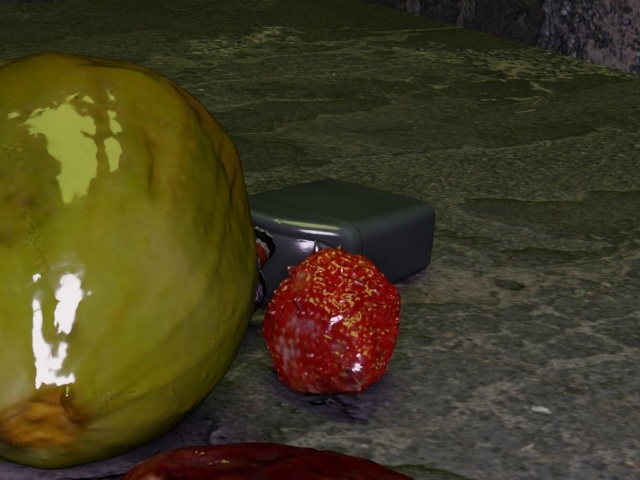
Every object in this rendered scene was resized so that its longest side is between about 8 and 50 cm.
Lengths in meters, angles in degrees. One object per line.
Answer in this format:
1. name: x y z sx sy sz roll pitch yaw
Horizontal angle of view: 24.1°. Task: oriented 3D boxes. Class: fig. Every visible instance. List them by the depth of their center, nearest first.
1. fig: -0.208 0.029 1.186 0.343 0.343 0.343 3 18 -1

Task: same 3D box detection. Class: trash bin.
1. trash bin: 0.000 0.000 1.643 0.176 0.101 0.236 13 18 31

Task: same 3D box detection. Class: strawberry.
1. strawberry: 0.008 0.079 1.364 0.131 0.131 0.148 6 19 6

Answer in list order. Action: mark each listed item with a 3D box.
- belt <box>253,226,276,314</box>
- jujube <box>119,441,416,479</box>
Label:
1. belt: -0.222 0.021 1.514 0.359 0.126 0.094 4 27 20
2. jujube: -0.009 0.203 0.875 0.243 0.183 0.183 19 13 -17
